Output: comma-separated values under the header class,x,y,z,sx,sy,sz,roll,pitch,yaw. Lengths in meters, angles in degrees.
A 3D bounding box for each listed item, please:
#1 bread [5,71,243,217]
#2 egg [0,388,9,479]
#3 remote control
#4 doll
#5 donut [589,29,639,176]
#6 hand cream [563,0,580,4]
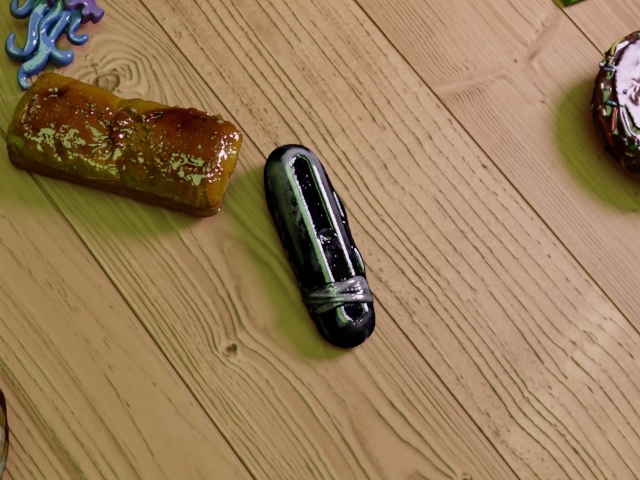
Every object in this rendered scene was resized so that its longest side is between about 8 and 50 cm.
class,x,y,z,sx,sy,sz,roll,pitch,yaw
bread,-0.234,-0.122,1.233,0.271,0.077,0.139,17,63,0
egg,-0.433,0.177,0.991,0.238,0.238,0.289,-23,49,-18
remote control,0.000,0.000,1.227,0.090,0.066,0.265,-17,71,-12
doll,-0.340,-0.284,1.291,0.110,0.067,0.205,27,76,-13
donut,0.467,-0.173,1.366,0.235,0.089,0.235,4,68,-9
hand cream,0.404,-0.371,1.473,0.122,0.023,0.036,-25,63,-20
